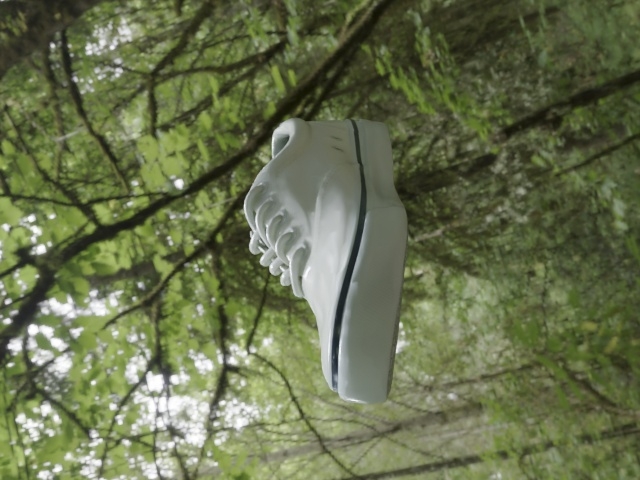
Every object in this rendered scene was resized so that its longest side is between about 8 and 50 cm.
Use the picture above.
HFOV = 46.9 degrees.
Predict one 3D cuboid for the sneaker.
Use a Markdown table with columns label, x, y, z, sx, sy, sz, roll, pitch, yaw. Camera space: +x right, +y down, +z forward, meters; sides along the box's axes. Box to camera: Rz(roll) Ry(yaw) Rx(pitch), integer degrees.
| label | x | y | z | sx | sy | sz | roll | pitch | yaw |
| --- | --- | --- | --- | --- | --- | --- | --- | --- | --- |
| sneaker | 0.000 | 0.000 | 0.439 | 0.258 | 0.091 | 0.094 | -89 | 1 | -62 |
